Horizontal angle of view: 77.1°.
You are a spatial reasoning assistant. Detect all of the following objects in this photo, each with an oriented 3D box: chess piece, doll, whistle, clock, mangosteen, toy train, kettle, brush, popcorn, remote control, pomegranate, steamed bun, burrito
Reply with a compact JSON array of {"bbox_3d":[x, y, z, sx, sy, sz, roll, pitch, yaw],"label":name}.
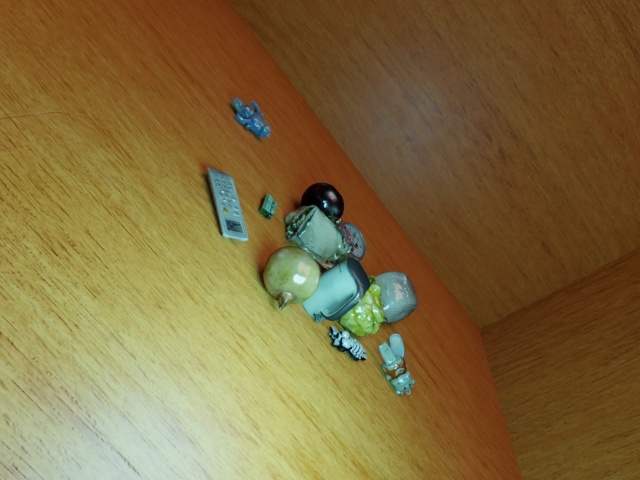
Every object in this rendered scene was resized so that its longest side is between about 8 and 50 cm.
[{"bbox_3d":[-0.107,-0.113,1.900,0.094,0.094,0.170,57,25,7],"label":"chess piece"},{"bbox_3d":[0.112,0.418,1.604,0.219,0.067,0.091,38,31,-32],"label":"doll"},{"bbox_3d":[0.335,0.570,1.781,0.101,0.105,0.254,-26,87,-46],"label":"whistle"},{"bbox_3d":[0.176,0.006,2.316,0.244,0.056,0.245,33,42,-37],"label":"clock"},{"bbox_3d":[-0.002,-0.152,2.040,0.231,0.231,0.290,42,51,-28],"label":"mangosteen"},{"bbox_3d":[-0.229,-0.146,1.766,0.071,0.038,0.148,42,25,-22],"label":"toy train"},{"bbox_3d":[0.065,0.206,1.566,0.165,0.255,0.241,44,24,-31],"label":"kettle"},{"bbox_3d":[0.384,0.587,1.939,0.297,0.068,0.060,-89,160,-50],"label":"brush"},{"bbox_3d":[0.178,0.278,1.760,0.286,0.214,0.252,-77,150,-68],"label":"popcorn"},{"bbox_3d":[-0.353,-0.134,1.482,0.109,0.055,0.313,14,49,-50],"label":"remote control"},{"bbox_3d":[-0.102,0.121,1.415,0.207,0.207,0.207,44,24,-25],"label":"pomegranate"},{"bbox_3d":[-0.367,-0.655,2.152,0.269,0.093,0.180,47,46,-16],"label":"whistle"},{"bbox_3d":[0.388,0.295,2.120,0.383,0.236,0.247,20,41,-54],"label":"steamed bun"},{"bbox_3d":[-0.003,0.002,1.846,0.135,0.190,0.332,15,-23,51],"label":"burrito"}]

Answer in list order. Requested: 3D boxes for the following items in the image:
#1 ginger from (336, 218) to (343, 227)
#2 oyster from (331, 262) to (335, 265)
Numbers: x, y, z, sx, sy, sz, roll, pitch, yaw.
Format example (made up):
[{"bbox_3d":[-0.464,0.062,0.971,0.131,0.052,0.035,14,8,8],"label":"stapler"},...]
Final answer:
[{"bbox_3d":[0.090,-0.162,2.399,0.295,0.086,0.131,65,11,4],"label":"ginger"},{"bbox_3d":[0.058,0.124,1.970,0.086,0.029,0.132,26,37,-50],"label":"oyster"}]
